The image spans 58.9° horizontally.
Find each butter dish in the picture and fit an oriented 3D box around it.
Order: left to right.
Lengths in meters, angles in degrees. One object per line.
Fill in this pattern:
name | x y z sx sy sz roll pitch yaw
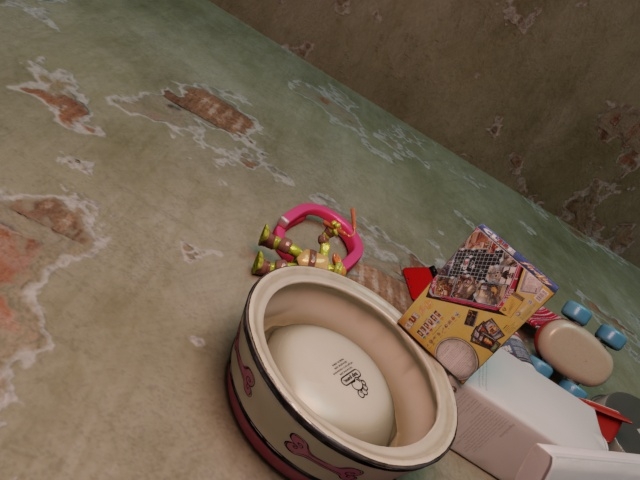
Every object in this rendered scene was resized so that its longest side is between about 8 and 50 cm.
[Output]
butter dish | 0.616 0.438 1.340 0.159 0.118 0.160 22 -11 -19

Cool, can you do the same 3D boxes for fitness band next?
fitness band | 0.000 0.000 1.407 0.209 0.054 0.291 39 29 8

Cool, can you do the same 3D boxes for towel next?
towel | 0.602 0.183 1.735 0.198 0.031 0.275 9 23 -39

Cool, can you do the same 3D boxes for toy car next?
toy car | 0.670 0.300 1.574 0.210 0.219 0.238 35 -1 3

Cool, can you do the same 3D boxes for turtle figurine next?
turtle figurine | -0.029 0.036 1.231 0.217 0.087 0.270 17 74 -12

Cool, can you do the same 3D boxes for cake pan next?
cake pan | 0.809 0.511 1.437 0.293 0.054 0.293 18 40 -16

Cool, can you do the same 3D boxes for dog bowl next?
dog bowl | 0.024 0.236 0.963 0.407 0.150 0.408 27 28 -16

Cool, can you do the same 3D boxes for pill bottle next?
pill bottle | 0.457 0.309 1.363 0.107 0.108 0.180 24 29 -19

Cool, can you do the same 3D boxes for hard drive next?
hard drive | 0.441 0.467 0.969 0.352 0.233 0.047 17 11 -30

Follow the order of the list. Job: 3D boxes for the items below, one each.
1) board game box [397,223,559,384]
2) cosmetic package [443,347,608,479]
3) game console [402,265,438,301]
board game box | 0.268 0.114 0.997 0.165 0.243 0.042 44 31 16
cosmetic package | 0.382 0.358 1.160 0.384 0.156 0.217 35 28 -2
game console | 0.299 0.142 1.553 0.124 0.085 0.144 56 16 -33
